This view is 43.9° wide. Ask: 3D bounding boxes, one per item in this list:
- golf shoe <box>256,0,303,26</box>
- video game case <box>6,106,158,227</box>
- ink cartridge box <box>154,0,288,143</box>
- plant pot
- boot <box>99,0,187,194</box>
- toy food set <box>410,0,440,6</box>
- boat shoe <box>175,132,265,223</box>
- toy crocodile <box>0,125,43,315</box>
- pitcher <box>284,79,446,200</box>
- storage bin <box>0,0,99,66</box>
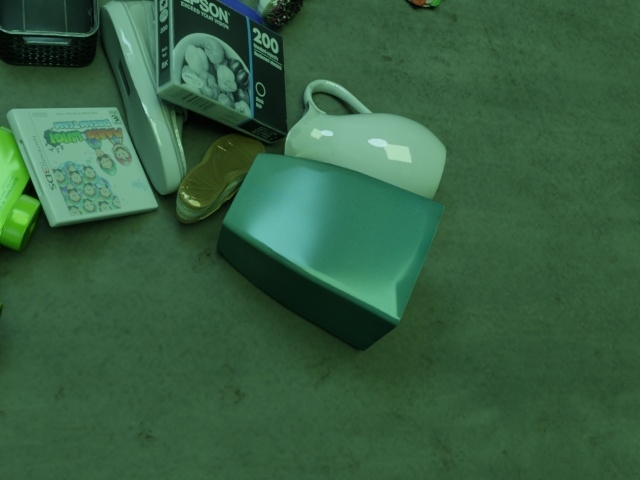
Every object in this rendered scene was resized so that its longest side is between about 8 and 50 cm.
[{"bbox_3d":[-0.053,-0.366,1.116,0.086,0.067,0.186,29,50,1],"label":"golf shoe"},{"bbox_3d":[-0.280,-0.092,0.950,0.157,0.019,0.143,-15,79,-55],"label":"video game case"},{"bbox_3d":[-0.125,-0.251,1.016,0.206,0.045,0.208,16,62,-50],"label":"ink cartridge box"},{"bbox_3d":[0.000,0.000,0.991,0.234,0.165,0.166,26,68,-3],"label":"plant pot"},{"bbox_3d":[-0.186,-0.192,1.012,0.123,0.095,0.258,-15,84,-28],"label":"boot"},{"bbox_3d":[0.157,-0.398,1.228,0.083,0.020,0.082,42,66,-5],"label":"toy food set"},{"bbox_3d":[-0.133,-0.081,1.019,0.063,0.059,0.170,40,45,2],"label":"boat shoe"},{"bbox_3d":[-0.396,0.025,0.883,0.115,0.105,0.341,19,65,-13],"label":"toy crocodile"},{"bbox_3d":[0.062,-0.136,1.078,0.207,0.125,0.178,16,55,-3],"label":"pitcher"},{"bbox_3d":[-0.347,-0.319,0.996,0.122,0.084,0.180,-3,75,-20],"label":"storage bin"}]
